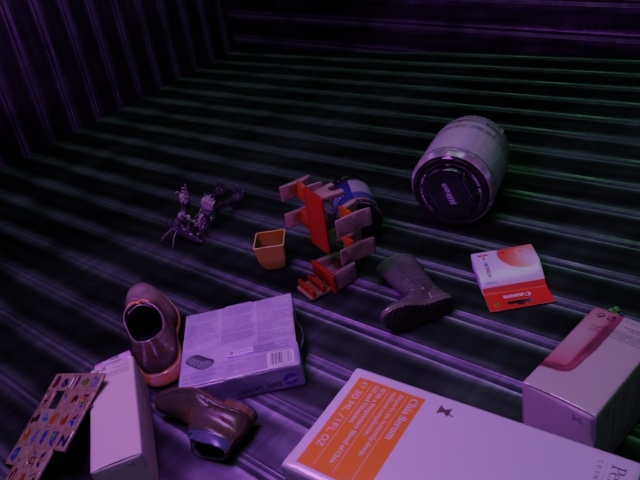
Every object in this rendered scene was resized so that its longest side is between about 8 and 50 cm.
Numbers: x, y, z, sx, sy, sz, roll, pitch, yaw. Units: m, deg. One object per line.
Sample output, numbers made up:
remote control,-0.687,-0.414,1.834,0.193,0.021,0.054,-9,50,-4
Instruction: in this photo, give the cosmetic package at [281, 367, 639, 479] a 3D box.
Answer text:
cosmetic package,0.196,0.375,0.928,0.453,0.161,0.230,12,39,33

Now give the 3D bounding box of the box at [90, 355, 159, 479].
box,-0.375,0.355,1.208,0.094,0.113,0.275,-19,31,-9

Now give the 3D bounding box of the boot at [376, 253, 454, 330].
boot,0.181,0.108,1.442,0.189,0.076,0.208,-9,36,-22

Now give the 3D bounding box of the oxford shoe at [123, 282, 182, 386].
oxford shoe,-0.396,0.176,1.477,0.130,0.133,0.364,-22,33,-15

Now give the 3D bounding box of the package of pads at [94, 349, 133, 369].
package of pads,-0.450,0.283,1.404,0.083,0.050,0.032,-24,36,-18

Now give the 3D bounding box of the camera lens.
camera lens,0.381,-0.191,1.709,0.219,0.219,0.274,5,35,26

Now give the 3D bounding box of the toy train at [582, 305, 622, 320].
toy train,0.572,0.155,1.286,0.083,0.017,0.024,-16,41,-6

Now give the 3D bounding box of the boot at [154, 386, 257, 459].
boot,-0.239,0.345,1.204,0.219,0.082,0.106,3,32,20

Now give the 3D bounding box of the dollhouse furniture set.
dollhouse furniture set,0.000,0.000,1.499,0.135,0.259,0.262,-24,33,-23

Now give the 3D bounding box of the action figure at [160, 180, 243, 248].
action figure,-0.365,-0.094,1.895,0.164,0.141,0.275,22,43,27

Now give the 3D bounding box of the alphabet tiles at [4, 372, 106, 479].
alphabet tiles,-0.524,0.365,1.232,0.198,0.009,0.237,-11,47,41

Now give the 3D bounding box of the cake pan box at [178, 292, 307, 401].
cake pan box,-0.165,0.230,1.375,0.267,0.070,0.246,-13,34,-1

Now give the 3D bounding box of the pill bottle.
pill bottle,0.092,-0.101,1.760,0.123,0.123,0.219,-13,31,-1

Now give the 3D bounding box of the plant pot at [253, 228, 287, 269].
plant pot,-0.125,0.030,1.663,0.081,0.083,0.081,-8,32,6

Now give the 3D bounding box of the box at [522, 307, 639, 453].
box,0.454,0.245,1.056,0.232,0.149,0.127,-32,36,-30

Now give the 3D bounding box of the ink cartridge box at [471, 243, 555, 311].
ink cartridge box,0.427,0.081,1.429,0.145,0.045,0.179,-10,29,5
